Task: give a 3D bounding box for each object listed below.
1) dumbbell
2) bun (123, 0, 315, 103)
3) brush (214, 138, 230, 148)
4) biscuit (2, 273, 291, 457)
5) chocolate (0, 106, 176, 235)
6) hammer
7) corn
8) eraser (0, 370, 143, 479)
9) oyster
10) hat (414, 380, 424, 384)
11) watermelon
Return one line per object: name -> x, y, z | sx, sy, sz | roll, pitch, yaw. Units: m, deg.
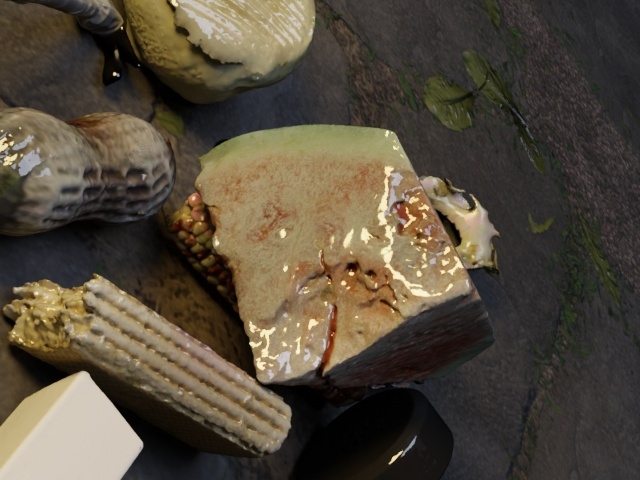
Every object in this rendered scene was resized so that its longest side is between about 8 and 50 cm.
dumbbell -> 0.095, 0.265, 1.183 | 0.218, 0.152, 0.152 | 52, 34, -17
bun -> -0.115, -0.255, 1.267 | 0.239, 0.141, 0.239 | 19, 63, -43
brush -> 0.000, 0.000, 1.320 | 0.297, 0.060, 0.068 | 51, 32, -17
biscuit -> -0.138, 0.107, 1.009 | 0.239, 0.108, 0.061 | 39, 62, -34
chocolate -> -0.213, -0.059, 1.028 | 0.248, 0.110, 0.110 | -14, 79, -61
hammer -> -0.238, -0.212, 1.014 | 0.152, 0.044, 0.427 | 65, 8, 0
corn -> -0.041, 0.055, 1.209 | 0.280, 0.092, 0.092 | 45, 37, -19
eraser -> -0.230, 0.213, 0.838 | 0.078, 0.076, 0.298 | 54, 34, -15
oyster -> 0.130, -0.018, 1.517 | 0.209, 0.072, 0.132 | 0, 73, -33
hat -> 0.099, 0.053, 1.337 | 0.193, 0.082, 0.193 | 60, 10, -18
watermelon -> 0.026, 0.033, 1.116 | 0.310, 0.193, 0.232 | 61, 5, -15
